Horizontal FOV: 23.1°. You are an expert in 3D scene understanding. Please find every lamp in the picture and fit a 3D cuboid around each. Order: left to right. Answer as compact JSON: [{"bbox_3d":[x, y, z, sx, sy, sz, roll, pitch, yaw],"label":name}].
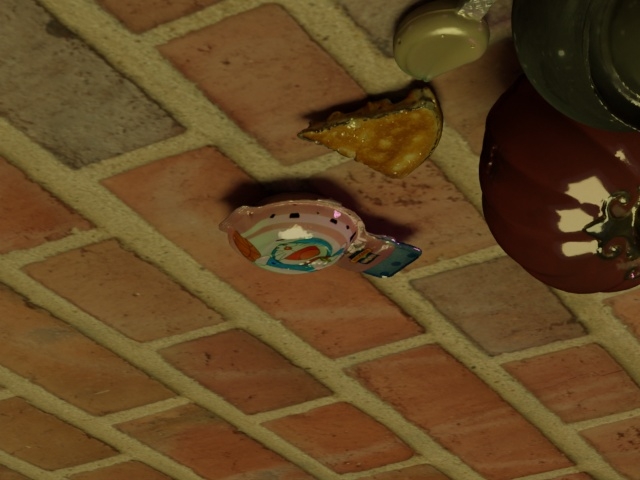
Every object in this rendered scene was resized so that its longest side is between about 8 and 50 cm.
[{"bbox_3d":[0.319,-0.086,1.753,0.303,0.257,0.303,-22,132,-27],"label":"lamp"}]

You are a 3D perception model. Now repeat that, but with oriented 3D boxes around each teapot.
[{"bbox_3d":[0.318,-0.234,1.448,0.223,0.305,0.285,12,-167,-7],"label":"teapot"}]

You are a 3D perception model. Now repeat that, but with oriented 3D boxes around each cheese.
[{"bbox_3d":[0.000,0.000,2.081,0.286,0.074,0.189,16,147,-31],"label":"cheese"},{"bbox_3d":[0.151,-0.232,1.705,0.171,0.047,0.092,-27,143,36],"label":"cheese"}]

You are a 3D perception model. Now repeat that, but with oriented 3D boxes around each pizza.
[{"bbox_3d":[0.061,-0.127,1.899,0.176,0.036,0.184,-1,152,3],"label":"pizza"}]
